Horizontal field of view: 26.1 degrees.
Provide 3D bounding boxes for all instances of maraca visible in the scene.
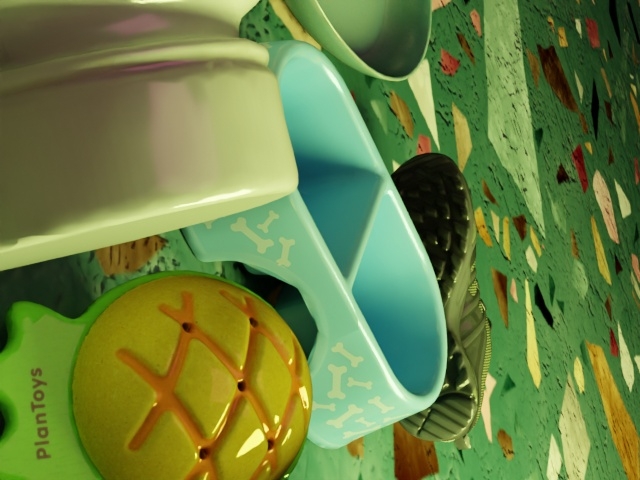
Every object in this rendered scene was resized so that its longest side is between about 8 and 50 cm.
[{"bbox_3d":[-0.080,0.078,0.669,0.185,0.099,0.127,-2,76,-39],"label":"maraca"}]

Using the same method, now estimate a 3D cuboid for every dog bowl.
[{"bbox_3d":[0.000,0.000,0.898,0.297,0.074,0.166,62,29,-28],"label":"dog bowl"}]

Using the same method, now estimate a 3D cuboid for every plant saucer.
[{"bbox_3d":[0.006,-0.275,1.086,0.317,0.043,0.318,40,43,-53],"label":"plant saucer"}]

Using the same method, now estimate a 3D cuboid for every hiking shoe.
[{"bbox_3d":[0.087,0.048,1.072,0.114,0.086,0.227,48,40,-69],"label":"hiking shoe"}]

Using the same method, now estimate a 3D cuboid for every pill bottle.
[{"bbox_3d":[-0.131,-0.175,0.554,0.204,0.204,0.361,-12,88,-65],"label":"pill bottle"}]
